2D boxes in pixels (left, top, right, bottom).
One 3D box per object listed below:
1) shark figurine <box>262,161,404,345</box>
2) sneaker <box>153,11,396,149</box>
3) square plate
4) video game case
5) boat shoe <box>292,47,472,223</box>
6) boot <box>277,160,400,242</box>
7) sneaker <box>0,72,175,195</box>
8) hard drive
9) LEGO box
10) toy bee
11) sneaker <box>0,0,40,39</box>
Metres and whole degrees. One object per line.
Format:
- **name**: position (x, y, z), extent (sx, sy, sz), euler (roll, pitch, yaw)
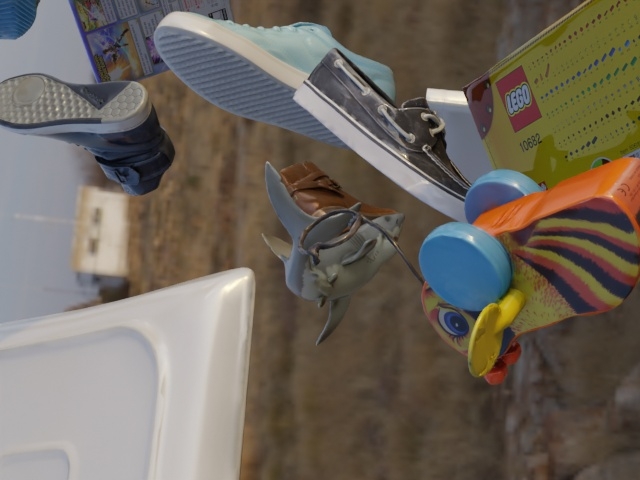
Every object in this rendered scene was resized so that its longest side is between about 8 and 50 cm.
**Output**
- **shark figurine**: position (-0.017, 0.012, 1.271), extent (0.166, 0.116, 0.278), euler (-56, -19, 7)
- **sneaker**: position (-0.059, -0.257, 1.792), extent (0.135, 0.366, 0.150), euler (-47, 23, 53)
- **square plate**: position (-0.194, 0.204, 0.880), extent (0.344, 0.049, 0.347), euler (-13, 64, 39)
- **video game case**: position (-0.271, -0.385, 1.946), extent (0.269, 0.244, 0.061), euler (79, 166, -48)
- **boat shoe**: position (0.107, -0.128, 1.525), extent (0.102, 0.301, 0.108), euler (-53, -19, 9)
- **boot**: position (0.031, -0.062, 1.911), extent (0.152, 0.197, 0.073), euler (48, 117, 24)
- **sneaker**: position (-0.286, -0.125, 1.509), extent (0.163, 0.226, 0.086), euler (62, -139, -56)
- **hard drive**: position (0.320, -0.156, 1.998), extent (0.203, 0.307, 0.040), euler (87, -168, -56)
- **LEGO box**: position (0.416, -0.174, 1.086), extent (0.193, 0.372, 0.500), euler (69, 156, 4)
- **toy bee**: position (0.145, 0.029, 0.949), extent (0.162, 0.195, 0.298), euler (60, 159, -20)
- **sneaker**: position (-0.231, -0.230, 0.873), extent (0.229, 0.087, 0.092), euler (118, 164, -57)
